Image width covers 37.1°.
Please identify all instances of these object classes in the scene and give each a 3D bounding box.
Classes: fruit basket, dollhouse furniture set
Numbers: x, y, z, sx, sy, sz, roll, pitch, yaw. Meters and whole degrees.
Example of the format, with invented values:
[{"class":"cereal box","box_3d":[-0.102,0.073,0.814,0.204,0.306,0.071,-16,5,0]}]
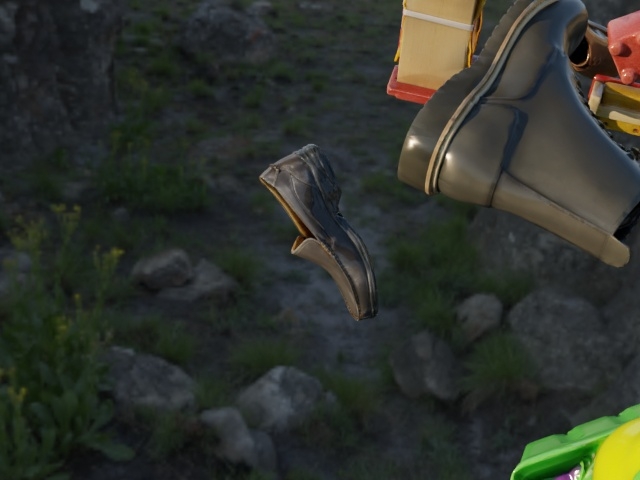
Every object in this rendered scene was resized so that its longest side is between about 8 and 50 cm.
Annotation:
[{"class":"fruit basket","box_3d":[0.448,0.336,1.234,0.392,0.283,0.392,-22,7,3]},{"class":"dollhouse furniture set","box_3d":[0.284,-0.268,1.256,0.374,0.201,0.152,15,41,11]}]

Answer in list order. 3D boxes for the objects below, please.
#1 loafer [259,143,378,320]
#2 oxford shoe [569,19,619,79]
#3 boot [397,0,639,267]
[{"class":"loafer","box_3d":[0.000,0.000,0.872,0.061,0.170,0.062,-25,-1,-16]},{"class":"oxford shoe","box_3d":[0.345,-0.250,1.266,0.076,0.076,0.212,-27,-31,31]},{"class":"boot","box_3d":[0.153,-0.070,0.574,0.137,0.077,0.198,28,58,20]}]
